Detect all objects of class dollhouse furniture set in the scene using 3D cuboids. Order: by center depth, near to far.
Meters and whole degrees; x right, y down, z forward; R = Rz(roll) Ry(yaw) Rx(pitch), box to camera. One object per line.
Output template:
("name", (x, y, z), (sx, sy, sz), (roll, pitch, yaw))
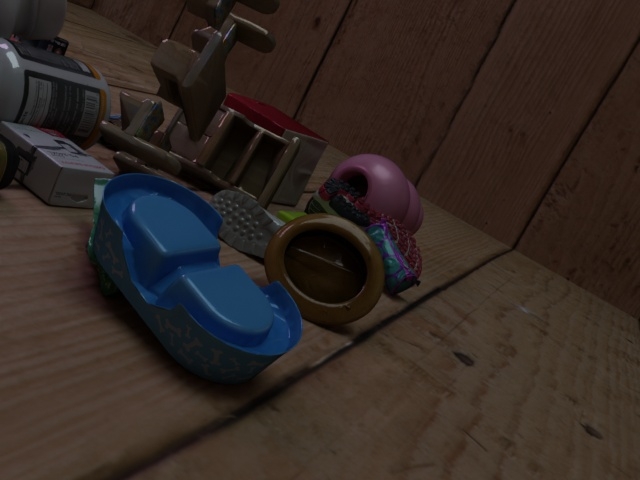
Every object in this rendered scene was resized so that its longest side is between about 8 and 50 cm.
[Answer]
("dollhouse furniture set", (-0.180, -0.229, 1.422), (0.257, 0.362, 0.394), (27, -17, 2))

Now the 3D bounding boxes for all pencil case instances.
("pencil case", (0.139, 0.034, 1.520), (0.065, 0.070, 0.151), (-1, 51, -38))

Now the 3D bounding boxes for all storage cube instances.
("storage cube", (-0.132, -0.210, 1.767), (0.193, 0.183, 0.215), (36, 15, 30))

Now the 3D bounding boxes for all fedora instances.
("fedora", (0.003, 0.052, 1.197), (0.194, 0.194, 0.079), (28, -24, 0))

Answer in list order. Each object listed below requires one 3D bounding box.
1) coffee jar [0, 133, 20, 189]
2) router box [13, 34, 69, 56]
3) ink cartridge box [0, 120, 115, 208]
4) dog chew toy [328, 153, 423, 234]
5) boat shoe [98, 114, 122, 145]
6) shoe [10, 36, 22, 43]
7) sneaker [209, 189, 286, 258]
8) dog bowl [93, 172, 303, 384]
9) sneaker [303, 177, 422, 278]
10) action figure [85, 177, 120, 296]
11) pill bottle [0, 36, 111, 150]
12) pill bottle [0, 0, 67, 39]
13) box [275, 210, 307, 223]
("coffee jar", (-0.468, -0.105, 0.935), (0.096, 0.079, 0.184), (31, 13, 14))
("router box", (-0.689, -0.466, 1.836), (0.122, 0.092, 0.038), (19, 16, -29))
("ink cartridge box", (-0.401, -0.112, 1.129), (0.150, 0.063, 0.109), (33, 14, 24))
("dog chew toy", (0.151, -0.087, 1.854), (0.207, 0.206, 0.332), (36, 8, 31))
("boat shoe", (-0.417, -0.216, 1.509), (0.183, 0.066, 0.066), (7, 27, -32))
("shoe", (-0.711, -0.437, 1.757), (0.081, 0.063, 0.178), (16, 23, -44))
("sneaker", (-0.095, -0.006, 1.327), (0.235, 0.090, 0.095), (34, 1, 10))
("dog bowl", (-0.151, 0.045, 0.878), (0.297, 0.074, 0.166), (46, 28, 21))
("sneaker", (0.101, -0.011, 1.660), (0.299, 0.112, 0.121), (39, 33, -7))
("action figure", (-0.256, 0.004, 0.978), (0.137, 0.063, 0.232), (25, 20, -16))
("pill bottle", (-0.484, -0.233, 1.200), (0.162, 0.162, 0.278), (34, 15, 25))
("pill bottle", (-0.624, -0.399, 1.165), (0.408, 0.229, 0.229), (-12, 36, -37))
("box", (0.000, 0.000, 1.538), (0.178, 0.042, 0.109), (34, 15, 23))
